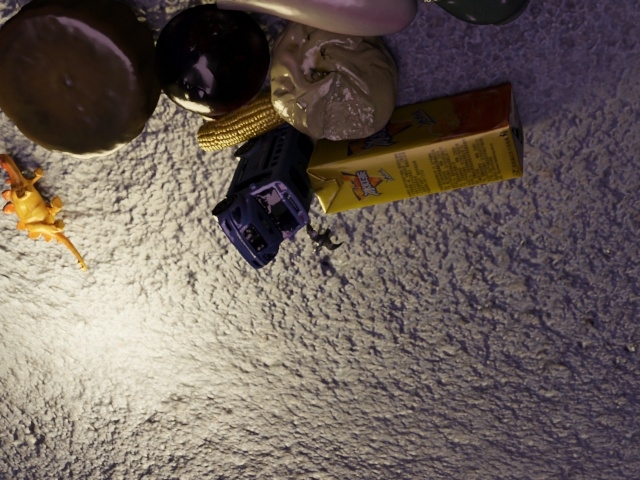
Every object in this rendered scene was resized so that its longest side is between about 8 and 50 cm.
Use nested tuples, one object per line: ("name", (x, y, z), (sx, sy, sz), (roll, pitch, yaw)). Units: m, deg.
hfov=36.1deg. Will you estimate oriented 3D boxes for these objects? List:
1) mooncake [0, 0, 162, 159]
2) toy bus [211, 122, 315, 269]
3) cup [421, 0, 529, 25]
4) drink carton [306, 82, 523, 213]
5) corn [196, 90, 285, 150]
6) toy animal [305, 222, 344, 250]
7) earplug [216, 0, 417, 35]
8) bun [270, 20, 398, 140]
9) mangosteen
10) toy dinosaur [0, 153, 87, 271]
("mooncake", (-0.415, -0.292, 1.701), (0.290, 0.161, 0.290), (5, 127, 6))
("toy bus", (-0.083, -0.085, 1.702), (0.133, 0.292, 0.125), (-24, 118, 24))
("cup", (0.246, -0.400, 1.484), (0.199, 0.199, 0.150), (-28, 135, 29))
("drink carton", (0.163, -0.155, 1.682), (0.351, 0.154, 0.111), (-10, 124, 19))
("corn", (-0.134, -0.214, 1.759), (0.206, 0.067, 0.067), (-19, 120, 27))
("toy animal", (0.000, 0.000, 1.914), (0.084, 0.028, 0.050), (27, 126, -12))
("earplug", (0.006, -0.400, 1.520), (0.301, 0.172, 0.172), (17, 128, -1))
("bun", (0.016, -0.267, 1.630), (0.237, 0.116, 0.210), (44, 110, -2))
("mangosteen", (-0.179, -0.288, 1.654), (0.194, 0.194, 0.230), (8, 156, 6))
("toy dinosaur", (-0.572, -0.050, 1.979), (0.117, 0.070, 0.288), (-11, 120, 33))
